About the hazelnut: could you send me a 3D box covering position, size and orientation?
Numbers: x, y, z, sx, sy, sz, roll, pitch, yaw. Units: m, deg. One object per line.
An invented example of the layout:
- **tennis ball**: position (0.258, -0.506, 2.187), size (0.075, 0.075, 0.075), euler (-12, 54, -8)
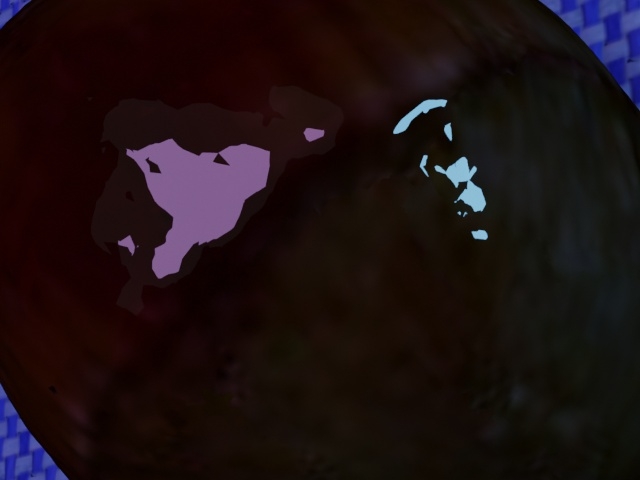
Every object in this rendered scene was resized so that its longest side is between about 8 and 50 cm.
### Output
- **hazelnut**: position (0.000, 0.000, 1.053), size (0.421, 0.421, 0.353), euler (41, 121, 43)
